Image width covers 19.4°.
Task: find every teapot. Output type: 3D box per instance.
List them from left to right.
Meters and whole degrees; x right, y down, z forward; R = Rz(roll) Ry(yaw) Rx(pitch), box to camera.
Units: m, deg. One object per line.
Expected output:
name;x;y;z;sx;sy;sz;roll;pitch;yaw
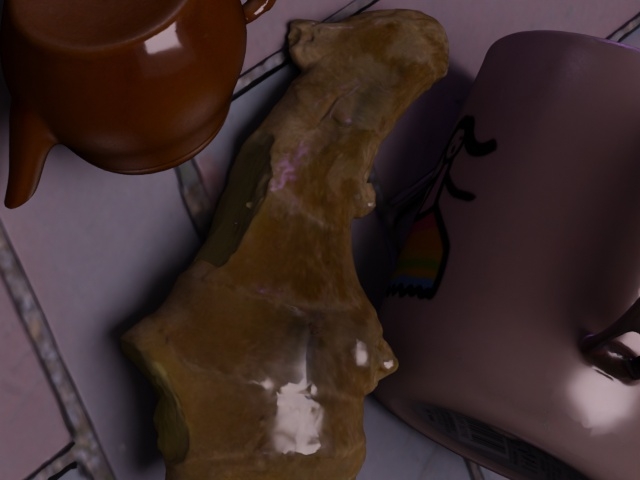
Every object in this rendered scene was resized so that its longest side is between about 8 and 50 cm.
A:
teapot;-0.080;-0.081;0.843;0.173;0.116;0.116;-40;121;-19

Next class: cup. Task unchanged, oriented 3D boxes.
cup;0.145;0.020;0.963;0.191;0.253;0.200;29;76;-13

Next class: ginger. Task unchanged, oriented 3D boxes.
ginger;0.000;0.000;0.931;0.131;0.086;0.295;25;66;1
